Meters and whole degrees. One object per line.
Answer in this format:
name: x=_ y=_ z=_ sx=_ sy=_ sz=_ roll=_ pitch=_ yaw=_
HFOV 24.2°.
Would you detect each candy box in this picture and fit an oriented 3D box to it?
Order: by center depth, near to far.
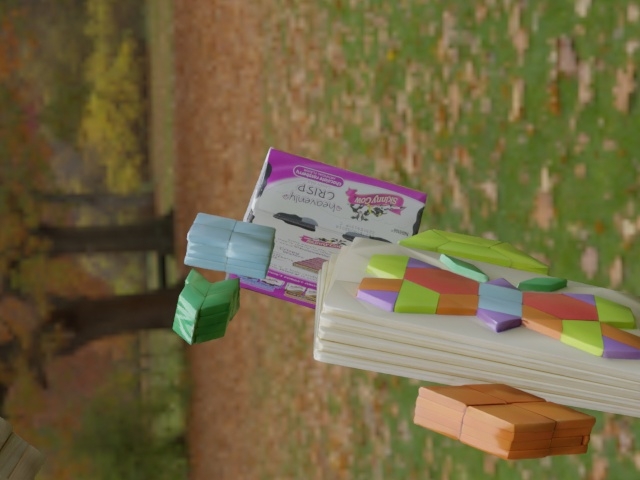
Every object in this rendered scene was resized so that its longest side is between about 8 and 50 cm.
candy box: x=0.000 y=0.000 z=1.487 sx=0.233 sy=0.159 sz=0.071 roll=120 pitch=166 yaw=-69

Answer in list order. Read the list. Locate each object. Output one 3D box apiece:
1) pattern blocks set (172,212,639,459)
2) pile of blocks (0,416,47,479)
pattern blocks set: x=0.088 y=0.040 z=0.746 sx=0.285 sy=0.325 sz=0.026 roll=-113 pitch=32 yaw=-72
pile of blocks: x=-0.283 y=0.265 z=1.225 sx=0.149 sy=0.113 sz=0.362 roll=-51 pitch=8 yaw=1
